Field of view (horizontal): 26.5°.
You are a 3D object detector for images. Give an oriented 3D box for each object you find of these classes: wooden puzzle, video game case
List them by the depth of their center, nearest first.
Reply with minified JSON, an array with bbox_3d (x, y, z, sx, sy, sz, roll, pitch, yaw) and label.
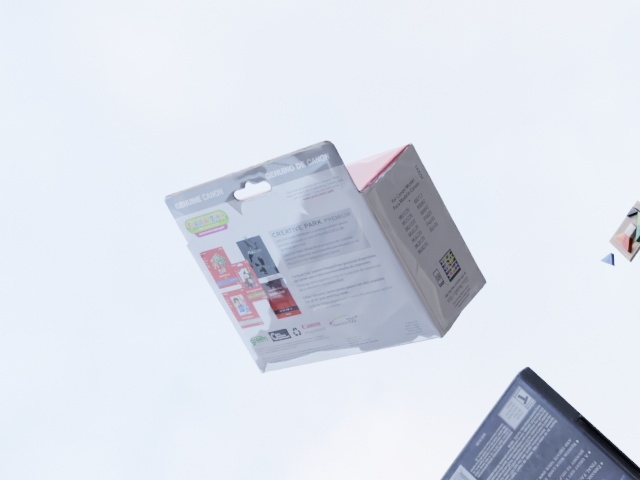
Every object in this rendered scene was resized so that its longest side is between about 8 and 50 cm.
[{"bbox_3d":[0.259,0.283,1.362,0.026,0.274,0.196,-28,-26,-47],"label":"video game case"},{"bbox_3d":[0.408,-0.014,1.770,0.014,0.078,0.116,26,-81,-21],"label":"wooden puzzle"}]

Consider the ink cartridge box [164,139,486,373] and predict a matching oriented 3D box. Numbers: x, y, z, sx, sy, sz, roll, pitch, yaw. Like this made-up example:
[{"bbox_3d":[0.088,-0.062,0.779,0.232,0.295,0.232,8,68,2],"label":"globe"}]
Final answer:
[{"bbox_3d":[0.000,0.000,1.666,0.130,0.309,0.272,-45,-68,-44],"label":"ink cartridge box"}]
